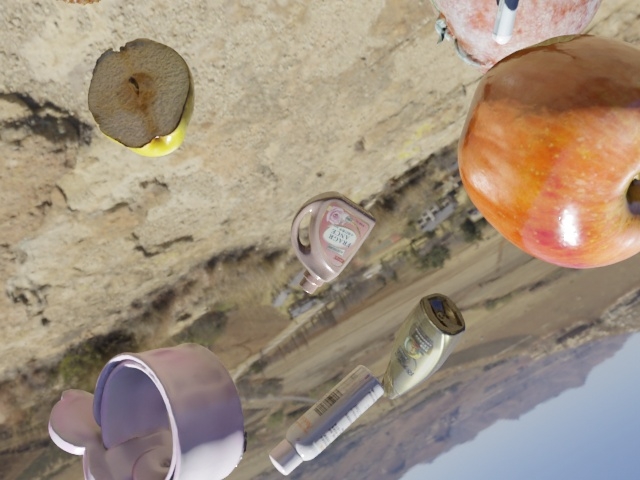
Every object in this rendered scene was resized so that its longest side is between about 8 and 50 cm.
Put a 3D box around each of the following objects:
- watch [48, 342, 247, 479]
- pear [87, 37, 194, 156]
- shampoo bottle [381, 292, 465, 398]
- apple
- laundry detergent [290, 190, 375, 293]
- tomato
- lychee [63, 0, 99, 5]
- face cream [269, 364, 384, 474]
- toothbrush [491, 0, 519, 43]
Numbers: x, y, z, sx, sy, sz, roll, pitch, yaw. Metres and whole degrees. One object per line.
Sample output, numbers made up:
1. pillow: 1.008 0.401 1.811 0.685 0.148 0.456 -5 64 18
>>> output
1. watch: -0.212 0.230 0.784 0.211 0.248 0.217 1 126 -49
2. pear: -0.541 -0.435 1.871 0.341 0.386 0.191 -22 163 5
3. shampoo bottle: 0.220 0.258 1.349 0.084 0.125 0.350 -15 148 -26
4. apple: 0.264 -0.103 0.643 0.242 0.241 0.241 -16 124 -25
5. laundry detergent: 0.000 0.000 1.374 0.171 0.076 0.237 33 100 -19
6. tomato: 0.300 -0.424 0.956 0.283 0.316 0.317 -29 160 17
7. lychee: -0.604 -0.688 1.446 0.239 0.200 0.200 -23 158 -18
8. face cream: 0.011 0.372 1.209 0.269 0.082 0.082 -38 162 -19
9. toothbrush: 0.259 -0.416 0.726 0.030 0.025 0.342 -8 128 -10
